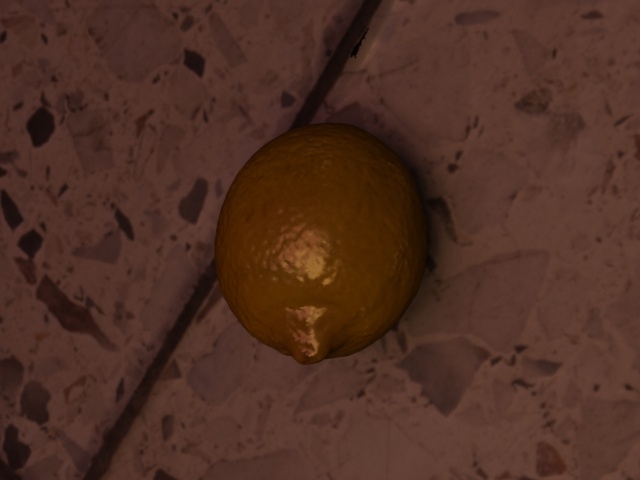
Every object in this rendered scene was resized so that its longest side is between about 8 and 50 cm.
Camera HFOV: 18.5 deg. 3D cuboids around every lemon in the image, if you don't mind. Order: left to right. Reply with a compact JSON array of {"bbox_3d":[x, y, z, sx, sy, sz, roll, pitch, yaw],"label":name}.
[{"bbox_3d":[0.000,0.000,1.687,0.187,0.187,0.244,-11,51,30],"label":"lemon"}]
